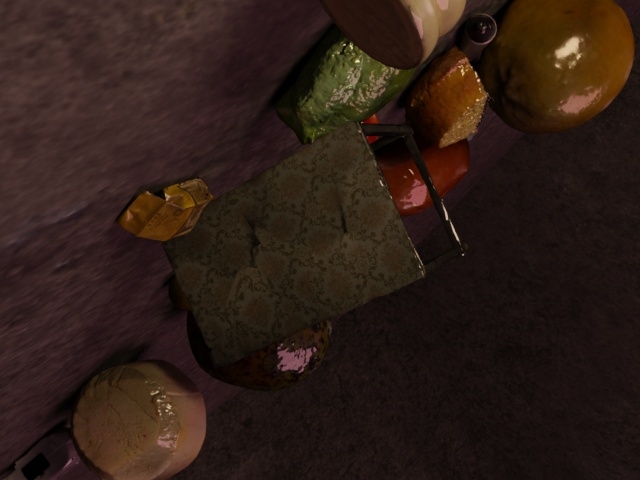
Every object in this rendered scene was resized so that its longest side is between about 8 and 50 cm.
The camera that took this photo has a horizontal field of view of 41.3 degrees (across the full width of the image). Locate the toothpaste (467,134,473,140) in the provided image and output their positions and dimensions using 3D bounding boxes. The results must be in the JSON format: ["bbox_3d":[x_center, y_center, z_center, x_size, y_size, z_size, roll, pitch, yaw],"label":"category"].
[{"bbox_3d":[0.305,-0.239,2.179,0.297,0.048,0.075,-31,168,-35],"label":"toothpaste"}]

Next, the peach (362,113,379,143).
[{"bbox_3d":[0.064,-0.178,1.441,0.098,0.061,0.098,-39,177,-3],"label":"peach"}]

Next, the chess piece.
[{"bbox_3d":[0.139,-0.334,0.870,0.300,0.167,0.167,-47,171,-10],"label":"chess piece"}]

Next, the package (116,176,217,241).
[{"bbox_3d":[-0.193,-0.038,1.088,0.071,0.047,0.131,-43,172,24],"label":"package"}]

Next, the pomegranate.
[{"bbox_3d":[-0.100,0.109,1.598,0.285,0.285,0.341,16,88,-79],"label":"pomegranate"}]

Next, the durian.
[{"bbox_3d":[0.052,-0.220,1.088,0.250,0.101,0.139,-38,169,17],"label":"durian"}]

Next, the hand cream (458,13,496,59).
[{"bbox_3d":[0.279,-0.361,1.537,0.087,0.054,0.186,-46,177,-2],"label":"hand cream"}]

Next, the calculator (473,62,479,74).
[{"bbox_3d":[0.346,-0.342,1.889,0.185,0.041,0.299,-44,172,11],"label":"calculator"}]

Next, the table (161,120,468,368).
[{"bbox_3d":[0.000,0.000,1.237,0.335,0.222,0.272,-26,177,23],"label":"table"}]

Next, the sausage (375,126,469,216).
[{"bbox_3d":[0.208,-0.156,1.819,0.268,0.153,0.141,-37,128,-25],"label":"sausage"}]

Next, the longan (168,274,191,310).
[{"bbox_3d":[-0.222,0.077,1.435,0.075,0.075,0.083,110,-12,-70],"label":"longan"}]

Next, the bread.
[{"bbox_3d":[0.227,-0.250,1.582,0.134,0.129,0.260,-35,169,1],"label":"bread"}]

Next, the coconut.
[{"bbox_3d":[-0.343,0.348,1.646,0.239,0.239,0.244,-43,165,4],"label":"coconut"}]

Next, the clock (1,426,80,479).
[{"bbox_3d":[-0.545,0.448,1.716,0.176,0.080,0.117,-41,170,-1],"label":"clock"}]

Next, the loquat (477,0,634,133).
[{"bbox_3d":[0.434,-0.342,1.574,0.284,0.276,0.276,-38,169,-24],"label":"loquat"}]
